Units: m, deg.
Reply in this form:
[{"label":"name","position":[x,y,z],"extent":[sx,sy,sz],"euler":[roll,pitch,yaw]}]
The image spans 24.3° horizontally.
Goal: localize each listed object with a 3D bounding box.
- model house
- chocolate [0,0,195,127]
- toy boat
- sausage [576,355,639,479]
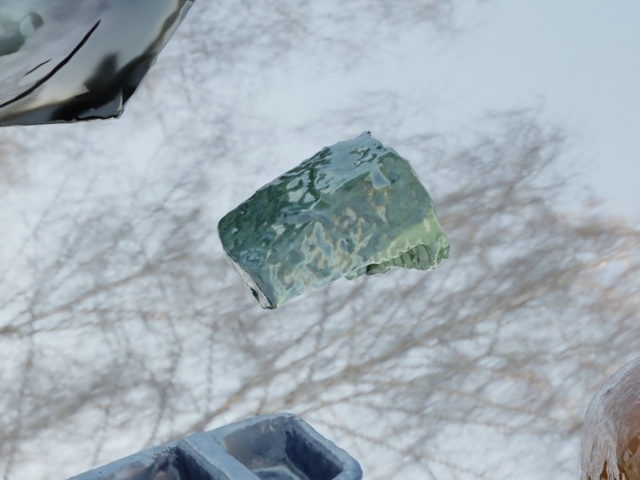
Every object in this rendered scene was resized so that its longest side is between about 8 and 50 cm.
[{"label":"model house","position":[0.000,0.000,0.631],"extent":[0.066,0.083,0.079],"euler":[64,-16,-18]},{"label":"chocolate","position":[-0.283,-0.209,0.740],"extent":[0.384,0.331,0.383],"euler":[7,-72,23]},{"label":"toy boat","position":[-0.110,0.182,0.847],"extent":[0.127,0.283,0.078],"euler":[34,-45,50]},{"label":"sausage","position":[0.196,0.119,0.767],"extent":[0.133,0.258,0.133],"euler":[0,-89,5]}]
